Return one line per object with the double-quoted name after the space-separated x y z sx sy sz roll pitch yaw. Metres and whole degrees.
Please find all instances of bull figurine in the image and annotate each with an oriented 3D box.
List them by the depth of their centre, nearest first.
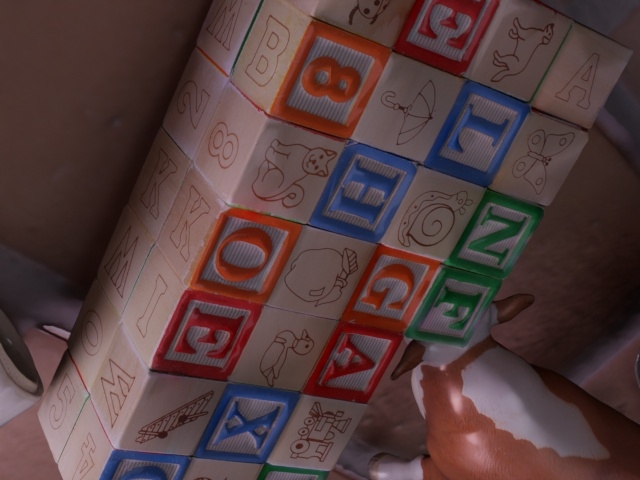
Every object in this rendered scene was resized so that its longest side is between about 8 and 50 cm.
0.138 0.138 0.673 0.101 0.310 0.188 -54 -179 -26 "bull figurine"

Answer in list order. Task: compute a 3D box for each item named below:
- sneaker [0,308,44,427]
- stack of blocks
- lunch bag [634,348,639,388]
-0.240 0.025 0.455 0.169 0.108 0.292 -35 144 1 "sneaker"
0.000 0.000 0.533 0.171 0.087 0.297 15 110 -35 "stack of blocks"
0.349 0.074 0.736 0.235 0.169 0.287 -37 165 0 "lunch bag"
